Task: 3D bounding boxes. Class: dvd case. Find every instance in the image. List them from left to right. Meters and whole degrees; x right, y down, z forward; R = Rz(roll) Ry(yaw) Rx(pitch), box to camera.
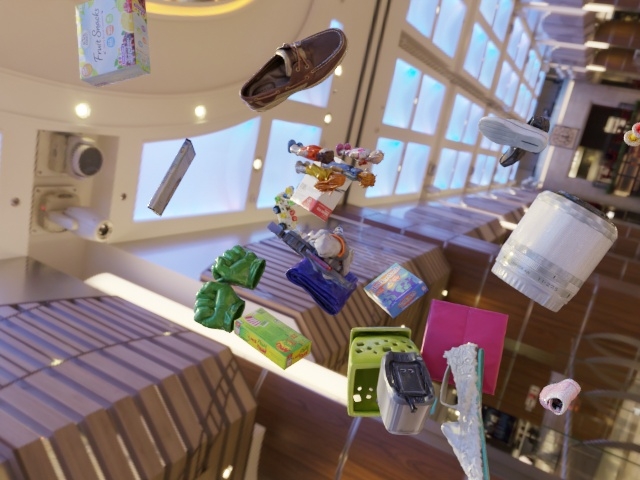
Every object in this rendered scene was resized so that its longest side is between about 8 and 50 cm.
[{"bbox_3d":[-0.483,-0.201,1.718,0.253,0.022,0.180,-63,5,-8],"label":"dvd case"}]

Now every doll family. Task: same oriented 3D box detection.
[{"bbox_3d":[0.048,-0.170,1.272,0.263,0.163,0.118,-7,-67,-40],"label":"doll family"}]

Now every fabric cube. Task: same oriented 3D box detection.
[{"bbox_3d":[0.485,0.369,1.800,0.254,0.259,0.258,45,-122,-69],"label":"fabric cube"}]

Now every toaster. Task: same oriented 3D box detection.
[{"bbox_3d":[0.228,0.420,1.421,0.227,0.129,0.146,-101,16,-58],"label":"toaster"}]

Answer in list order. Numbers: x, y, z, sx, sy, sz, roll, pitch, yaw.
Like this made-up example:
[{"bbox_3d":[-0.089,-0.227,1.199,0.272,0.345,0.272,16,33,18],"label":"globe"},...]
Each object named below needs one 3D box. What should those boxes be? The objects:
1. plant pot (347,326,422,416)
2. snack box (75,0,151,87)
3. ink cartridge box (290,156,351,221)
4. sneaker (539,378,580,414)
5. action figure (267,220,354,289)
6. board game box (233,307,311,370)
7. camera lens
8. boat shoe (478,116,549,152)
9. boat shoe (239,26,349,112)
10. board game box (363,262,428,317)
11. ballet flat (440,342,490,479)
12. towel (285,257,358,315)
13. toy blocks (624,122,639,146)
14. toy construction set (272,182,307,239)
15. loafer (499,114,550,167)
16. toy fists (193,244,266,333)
[{"bbox_3d":[0.193,0.401,1.661,0.207,0.227,0.228,-92,2,-58],"label":"plant pot"},{"bbox_3d":[-0.539,-0.522,1.364,0.070,0.174,0.207,16,-112,-72],"label":"snack box"},{"bbox_3d":[0.013,-0.253,2.425,0.114,0.197,0.273,31,-87,-38],"label":"ink cartridge box"},{"bbox_3d":[0.518,0.359,1.171,0.070,0.051,0.134,-35,-20,-28],"label":"sneaker"},{"bbox_3d":[0.000,0.000,1.784,0.178,0.341,0.330,-52,2,1],"label":"action figure"},{"bbox_3d":[-0.121,0.241,1.304,0.092,0.181,0.043,-24,-49,-45],"label":"board game box"},{"bbox_3d":[0.616,0.022,1.388,0.274,0.219,0.219,-59,-22,11],"label":"camera lens"},{"bbox_3d":[0.631,-0.352,1.715,0.076,0.226,0.083,-46,-23,-39],"label":"boat shoe"},{"bbox_3d":[-0.077,-0.481,1.452,0.342,0.123,0.123,-29,-5,8],"label":"boat shoe"},{"bbox_3d":[0.266,0.175,1.882,0.160,0.210,0.047,-38,-67,-6],"label":"board game box"},{"bbox_3d":[0.421,0.506,1.538,0.147,0.147,0.409,60,-149,-59],"label":"ballet flat"},{"bbox_3d":[0.020,0.136,1.893,0.076,0.227,0.308,-51,-5,19],"label":"towel"},{"bbox_3d":[0.988,-0.319,1.538,0.148,0.123,0.054,79,-145,-74],"label":"toy blocks"},{"bbox_3d":[-0.152,-0.140,2.832,0.151,0.215,0.327,-14,-81,-54],"label":"toy construction set"},{"bbox_3d":[0.684,-0.341,1.797,0.223,0.078,0.076,-53,15,47],"label":"loafer"},{"bbox_3d":[-0.279,0.135,1.559,0.096,0.142,0.279,88,-158,-59],"label":"toy fists"}]
